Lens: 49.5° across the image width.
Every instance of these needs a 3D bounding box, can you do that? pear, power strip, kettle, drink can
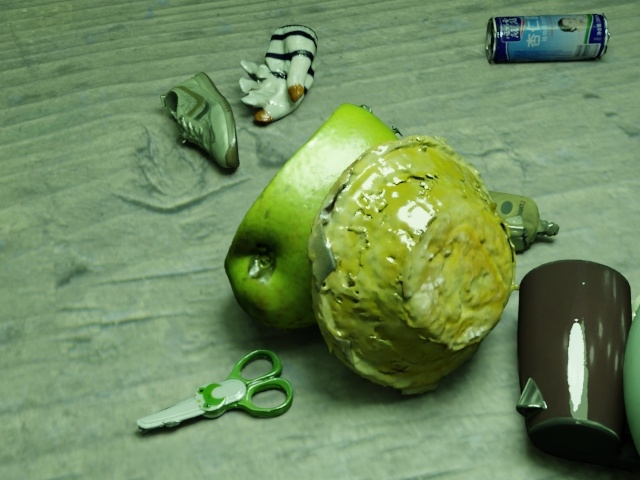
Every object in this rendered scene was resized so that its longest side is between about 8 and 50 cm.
[{"bbox_3d":[0.000,0.000,0.969,0.176,0.286,0.282,38,56,10],"label":"pear"},{"bbox_3d":[0.190,-0.053,1.137,0.388,0.066,0.092,11,50,13],"label":"power strip"},{"bbox_3d":[0.338,0.168,0.882,0.202,0.144,0.232,26,53,-14],"label":"kettle"},{"bbox_3d":[0.476,-0.428,1.467,0.235,0.097,0.097,-1,46,3],"label":"drink can"}]

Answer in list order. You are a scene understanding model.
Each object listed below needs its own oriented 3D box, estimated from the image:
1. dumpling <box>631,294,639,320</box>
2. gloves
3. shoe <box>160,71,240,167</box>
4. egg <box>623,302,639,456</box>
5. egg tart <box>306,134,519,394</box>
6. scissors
[{"bbox_3d":[0.465,0.103,0.989,0.052,0.057,0.076,37,77,-11],"label":"dumpling"},{"bbox_3d":[-0.081,-0.325,1.395,0.140,0.131,0.218,15,78,12],"label":"gloves"},{"bbox_3d":[-0.222,-0.221,1.304,0.098,0.103,0.275,-21,42,-15],"label":"shoe"},{"bbox_3d":[0.473,0.134,0.733,0.276,0.276,0.388,19,59,21],"label":"egg"},{"bbox_3d":[0.137,0.034,0.870,0.341,0.341,0.132,-31,24,-24],"label":"egg tart"},{"bbox_3d":[-0.141,0.211,0.922,0.205,0.027,0.101,-16,46,-14],"label":"scissors"}]
